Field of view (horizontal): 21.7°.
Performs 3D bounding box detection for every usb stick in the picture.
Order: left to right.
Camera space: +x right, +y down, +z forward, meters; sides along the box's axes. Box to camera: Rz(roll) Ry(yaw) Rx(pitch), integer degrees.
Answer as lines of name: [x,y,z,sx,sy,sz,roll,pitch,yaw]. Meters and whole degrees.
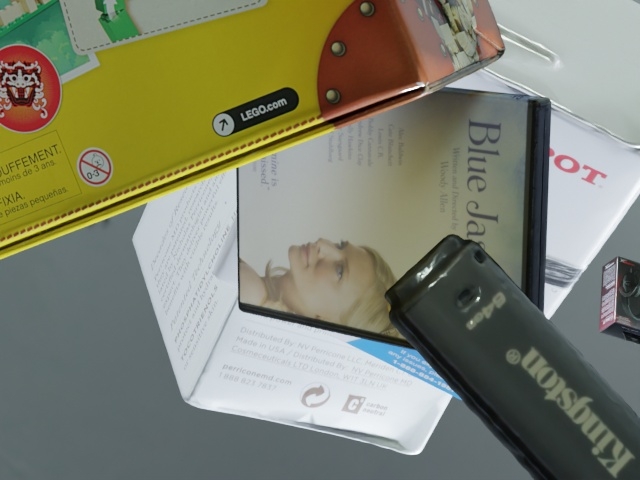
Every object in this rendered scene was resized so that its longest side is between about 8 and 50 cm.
usb stick: [0.154,0.116,1.025,0.278,0.077,0.045,47,170,1]

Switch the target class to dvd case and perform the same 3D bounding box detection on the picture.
dvd case: [0.042,-0.018,1.129,0.253,0.022,0.180,10,106,38]

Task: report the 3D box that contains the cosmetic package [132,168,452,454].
cosmetic package: [0.000,0.000,2.063,0.329,0.393,0.327,16,113,-24]

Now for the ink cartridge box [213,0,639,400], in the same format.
ink cartridge box: [0.105,-0.067,1.438,0.285,0.166,0.395,27,141,0]

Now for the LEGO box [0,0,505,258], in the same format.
LEGO box: [-0.196,-0.187,1.012,0.500,0.193,0.372,-19,95,21]

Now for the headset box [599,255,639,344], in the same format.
headset box: [0.313,0.065,1.663,0.062,0.083,0.032,18,150,-16]
